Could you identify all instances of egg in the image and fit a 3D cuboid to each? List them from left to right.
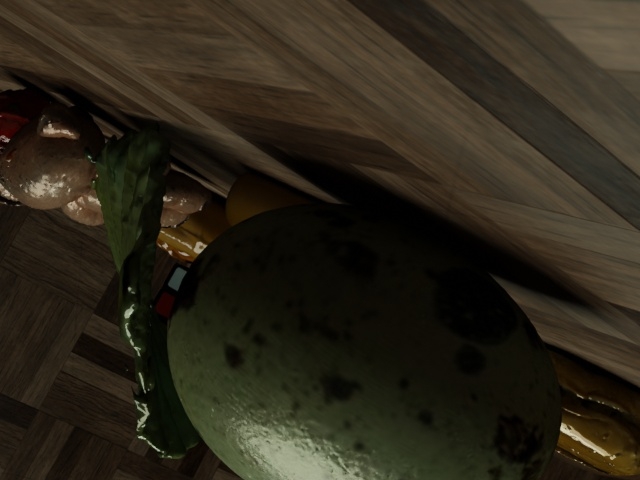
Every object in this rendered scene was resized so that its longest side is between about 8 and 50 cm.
[{"bbox_3d":[0.038,0.116,1.103,0.379,0.287,0.287,14,170,20],"label":"egg"}]

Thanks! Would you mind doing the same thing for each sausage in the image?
[{"bbox_3d":[-0.260,-0.062,1.859,0.328,0.112,0.112,28,174,8],"label":"sausage"}]

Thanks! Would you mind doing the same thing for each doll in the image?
[{"bbox_3d":[-0.297,-0.105,1.643,0.303,0.156,0.201,15,141,-42],"label":"doll"}]

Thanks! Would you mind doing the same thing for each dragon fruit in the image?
[{"bbox_3d":[-0.432,-0.165,1.733,0.130,0.121,0.142,37,-163,-15],"label":"dragon fruit"}]

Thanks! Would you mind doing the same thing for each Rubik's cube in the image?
[{"bbox_3d":[-0.228,0.147,2.212,0.162,0.163,0.160,29,176,4],"label":"Rubik's cube"}]

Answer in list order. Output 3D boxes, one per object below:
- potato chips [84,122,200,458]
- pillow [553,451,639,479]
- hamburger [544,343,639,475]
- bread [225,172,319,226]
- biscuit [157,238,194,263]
[{"bbox_3d":[-0.209,0.051,1.431,0.373,0.097,0.389,-113,17,-47],"label":"potato chips"},{"bbox_3d":[0.331,0.256,1.792,0.308,0.108,0.305,29,176,-10],"label":"pillow"},{"bbox_3d":[0.334,0.216,1.492,0.214,0.108,0.214,29,170,6],"label":"hamburger"},{"bbox_3d":[0.000,0.000,1.311,0.239,0.074,0.092,25,168,30],"label":"bread"},{"bbox_3d":[-0.202,0.008,2.177,0.318,0.110,0.312,30,173,-16],"label":"biscuit"}]
